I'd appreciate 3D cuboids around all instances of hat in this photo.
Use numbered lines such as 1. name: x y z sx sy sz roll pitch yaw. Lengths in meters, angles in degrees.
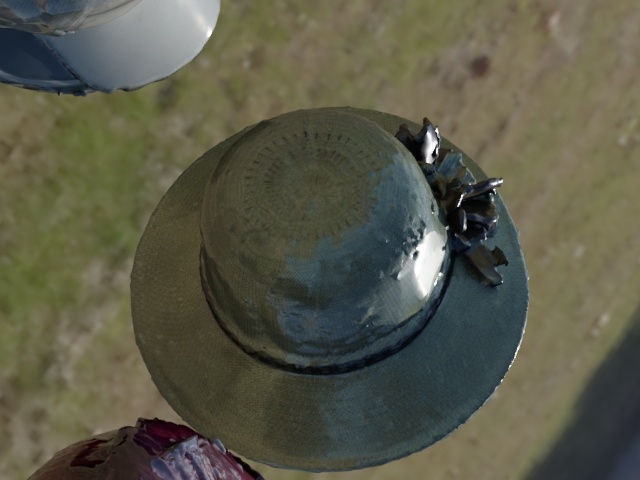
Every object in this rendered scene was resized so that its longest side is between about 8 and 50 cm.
1. hat: 0.000 0.000 1.106 0.257 0.257 0.130 -51 159 -18
2. hat: -0.158 -0.216 1.323 0.232 0.161 0.275 -59 142 -13

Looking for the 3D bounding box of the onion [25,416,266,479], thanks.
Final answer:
1. onion: -0.068 0.200 0.906 0.161 0.248 0.248 -24 170 13
